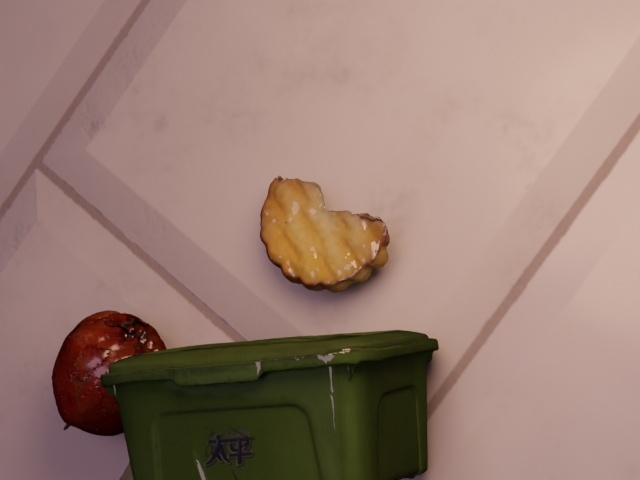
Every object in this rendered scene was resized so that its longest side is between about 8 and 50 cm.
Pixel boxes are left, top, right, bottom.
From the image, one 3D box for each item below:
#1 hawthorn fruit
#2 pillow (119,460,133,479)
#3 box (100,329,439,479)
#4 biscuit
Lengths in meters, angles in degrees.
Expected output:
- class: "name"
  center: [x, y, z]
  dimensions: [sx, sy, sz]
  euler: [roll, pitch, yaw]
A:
- class: "hawthorn fruit"
  center: [-0.259, 0.170, 1.728]
  dimensions: [0.148, 0.148, 0.172]
  euler: [45, 112, 27]
- class: "pillow"
  center: [-0.164, 0.354, 1.689]
  dimensions: [0.230, 0.050, 0.148]
  euler: [37, 106, 30]
- class: "box"
  center: [-0.048, 0.196, 1.565]
  dimensions: [0.329, 0.253, 0.177]
  euler: [-5, 89, 26]
- class: "biscuit"
  center: [0.000, 0.000, 1.680]
  dimensions: [0.183, 0.061, 0.118]
  euler: [30, 95, 31]
